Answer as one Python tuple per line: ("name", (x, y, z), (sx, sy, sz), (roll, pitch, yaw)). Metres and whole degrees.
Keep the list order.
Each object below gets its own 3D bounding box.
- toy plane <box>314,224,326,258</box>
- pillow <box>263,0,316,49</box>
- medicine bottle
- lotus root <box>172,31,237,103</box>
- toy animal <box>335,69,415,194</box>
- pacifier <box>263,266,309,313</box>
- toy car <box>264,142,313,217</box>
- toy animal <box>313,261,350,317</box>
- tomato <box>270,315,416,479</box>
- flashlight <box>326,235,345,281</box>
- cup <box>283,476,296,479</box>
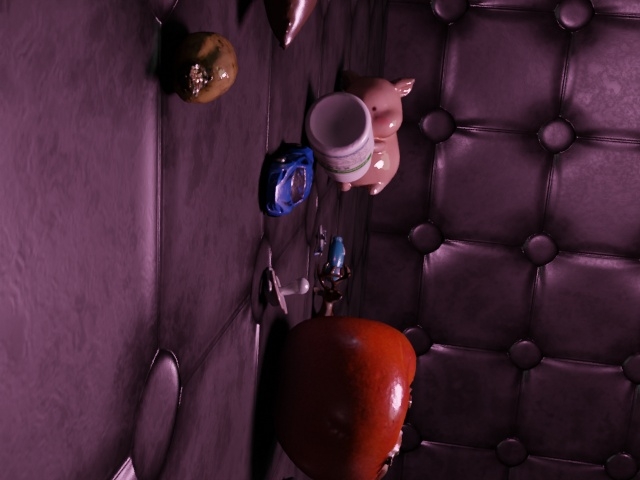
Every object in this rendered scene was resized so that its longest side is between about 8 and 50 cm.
("toy plane", (0.002, 0.001, 1.971), (0.078, 0.024, 0.084), (120, -18, -61))
("pillow", (-0.025, -0.460, 1.109), (0.308, 0.108, 0.305), (-74, 168, -55))
("medicine bottle", (0.045, -0.211, 1.718), (0.237, 0.139, 0.139), (68, 29, -77))
("lotus root", (-0.118, -0.177, 0.831), (0.152, 0.063, 0.072), (-75, 178, -67))
("toy animal", (0.113, -0.277, 2.046), (0.213, 0.195, 0.256), (-61, 159, -52))
("pacifier", (-0.059, 0.081, 1.406), (0.099, 0.078, 0.082), (66, 10, -73))
("toy car", (-0.049, -0.103, 1.376), (0.216, 0.063, 0.103), (-62, 157, -71))
("toy animal", (0.009, 0.196, 2.056), (0.243, 0.087, 0.260), (118, -21, -74))
("tomato", (0.033, 0.304, 1.575), (0.341, 0.272, 0.341), (20, 90, -87))
("flashlight", (0.040, 0.052, 2.221), (0.051, 0.051, 0.129), (71, 21, -72))
("cup", (-0.025, 0.642, 1.844), (0.176, 0.169, 0.223), (78, -12, -77))
